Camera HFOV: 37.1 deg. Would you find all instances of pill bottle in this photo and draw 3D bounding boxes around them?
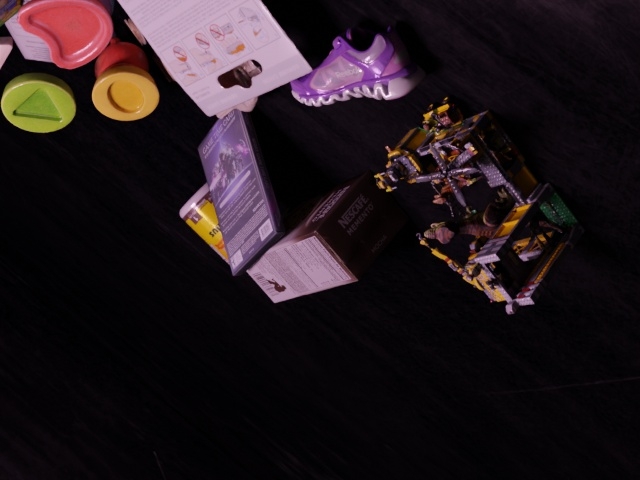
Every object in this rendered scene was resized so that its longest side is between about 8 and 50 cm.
[{"bbox_3d":[-0.178,-0.022,1.969,0.215,0.117,0.117,44,151,-5],"label":"pill bottle"}]

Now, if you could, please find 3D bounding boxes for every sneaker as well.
[{"bbox_3d":[0.044,-0.265,1.421,0.236,0.095,0.105,1,125,43],"label":"sneaker"}]

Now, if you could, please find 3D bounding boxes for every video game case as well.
[{"bbox_3d":[-0.150,-0.098,1.751,0.196,0.026,0.274,-42,59,53],"label":"video game case"}]

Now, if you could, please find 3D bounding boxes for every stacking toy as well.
[{"bbox_3d":[-0.461,-0.342,1.710,0.279,0.130,0.309,-15,143,6],"label":"stacking toy"}]

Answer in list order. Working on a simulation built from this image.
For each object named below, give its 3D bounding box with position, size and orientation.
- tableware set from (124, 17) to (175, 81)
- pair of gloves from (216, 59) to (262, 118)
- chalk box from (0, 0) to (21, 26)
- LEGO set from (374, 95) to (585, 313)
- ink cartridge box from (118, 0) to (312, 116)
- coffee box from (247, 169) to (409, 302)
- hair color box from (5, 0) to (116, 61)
[{"bbox_3d":[-0.300,-0.348,1.738,0.141,0.020,0.168,59,168,-19],"label":"tableware set"},{"bbox_3d":[-0.191,-0.321,1.633,0.204,0.042,0.240,-7,118,56],"label":"pair of gloves"},{"bbox_3d":[-0.619,-0.434,1.680,0.132,0.132,0.213,45,162,-7],"label":"chalk box"},{"bbox_3d":[0.213,-0.025,1.423,0.255,0.192,0.331,-5,126,52],"label":"LEGO set"},{"bbox_3d":[-0.191,-0.401,1.496,0.308,0.091,0.385,-12,121,51],"label":"ink cartridge box"},{"bbox_3d":[0.000,0.000,1.737,0.119,0.168,0.297,49,149,-13],"label":"coffee box"},{"bbox_3d":[-0.547,-0.514,1.760,0.185,0.113,0.374,14,141,38],"label":"hair color box"}]
